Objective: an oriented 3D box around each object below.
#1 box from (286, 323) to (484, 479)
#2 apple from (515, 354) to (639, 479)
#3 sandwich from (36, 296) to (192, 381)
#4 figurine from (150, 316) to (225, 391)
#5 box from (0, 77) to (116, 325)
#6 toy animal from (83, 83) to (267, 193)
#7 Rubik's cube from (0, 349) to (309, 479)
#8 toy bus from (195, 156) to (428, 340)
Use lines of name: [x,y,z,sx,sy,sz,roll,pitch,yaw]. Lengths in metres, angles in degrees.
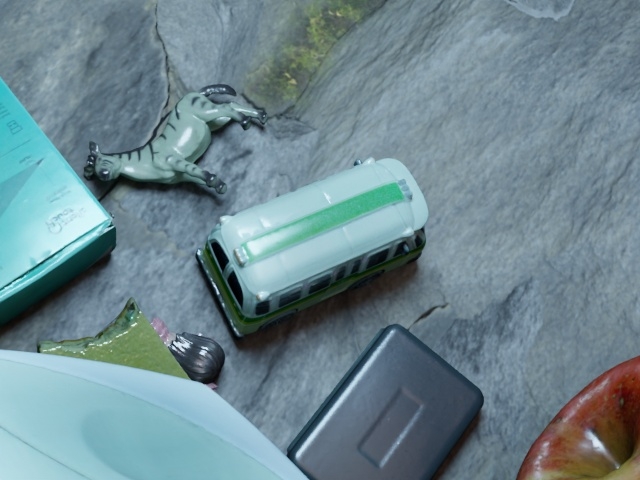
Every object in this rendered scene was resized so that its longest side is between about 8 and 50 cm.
box: [0.079,0.229,1.113,0.160,0.050,0.230,39,67,4]
apple: [0.399,0.317,0.989,0.363,0.364,0.364,4,69,-10]
sandwich: [-0.258,0.204,1.014,0.245,0.063,0.212,-37,100,-19]
figurine: [-0.176,0.137,1.095,0.129,0.054,0.072,22,71,0]
box: [-0.413,-0.062,1.087,0.205,0.118,0.311,-37,80,-19]
toy animal: [-0.187,-0.129,1.187,0.176,0.073,0.217,24,62,14]
Rubik's cube: [-0.206,0.321,0.766,0.347,0.351,0.352,15,103,-42]
toy bus: [0.000,0.000,1.123,0.276,0.165,0.134,-24,77,-18]
